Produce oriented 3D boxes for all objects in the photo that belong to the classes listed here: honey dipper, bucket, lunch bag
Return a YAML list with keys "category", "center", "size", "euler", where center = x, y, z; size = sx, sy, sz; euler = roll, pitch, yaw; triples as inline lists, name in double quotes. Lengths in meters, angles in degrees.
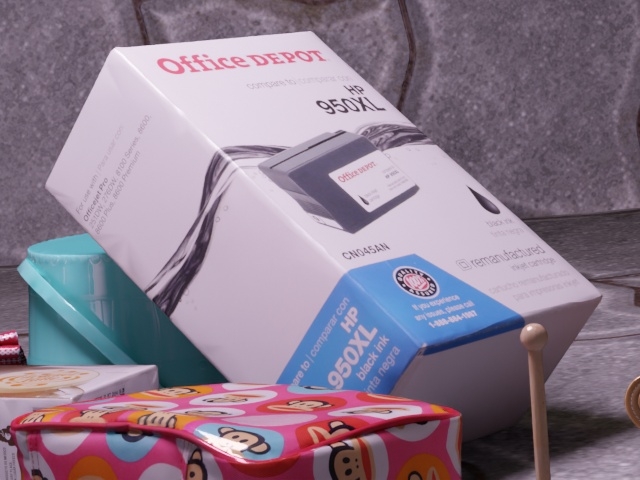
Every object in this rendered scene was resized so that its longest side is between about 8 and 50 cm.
- category: "honey dipper"
  center: [0.142, 0.134, 1.287]
  size: [0.030, 0.160, 0.030]
  euler: [-5, 5, 0]
- category: "bucket"
  center: [-0.158, 0.087, 1.908]
  size: [0.281, 0.183, 0.281]
  euler: [-4, 5, 0]
- category: "lunch bag"
  center: [-0.046, 0.159, 1.384]
  size: [0.258, 0.120, 0.293]
  euler: [-8, 6, -42]

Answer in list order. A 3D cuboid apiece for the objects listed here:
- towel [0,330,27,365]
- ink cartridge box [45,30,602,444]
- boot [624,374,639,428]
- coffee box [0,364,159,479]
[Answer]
- category: "towel"
  center: [-0.397, 0.134, 2.023]
  size: [0.199, 0.031, 0.275]
  euler: [-6, -12, -7]
- category: "ink cartridge box"
  center: [0.000, 0.000, 1.715]
  size: [0.395, 0.166, 0.285]
  euler: [44, 31, 24]
- category: "boot"
  center: [0.325, 0.133, 1.656]
  size: [0.197, 0.073, 0.152]
  euler: [7, 4, -13]
- category: "coffee box"
  center: [-0.272, 0.162, 1.648]
  size: [0.246, 0.098, 0.141]
  euler: [-1, 6, 26]
